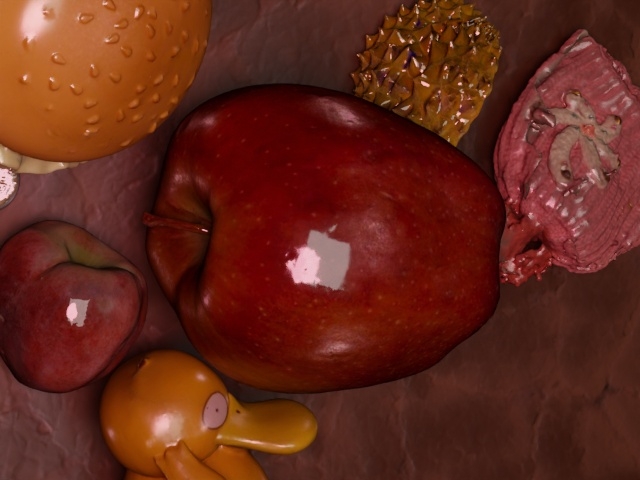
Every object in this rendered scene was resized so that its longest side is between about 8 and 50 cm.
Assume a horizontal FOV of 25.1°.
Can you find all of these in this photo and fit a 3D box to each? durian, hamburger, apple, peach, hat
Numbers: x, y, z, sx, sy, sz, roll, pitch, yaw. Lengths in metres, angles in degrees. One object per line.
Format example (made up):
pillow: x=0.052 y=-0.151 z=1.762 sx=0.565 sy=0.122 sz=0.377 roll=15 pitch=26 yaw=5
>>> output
durian: x=0.112 y=-0.154 z=1.452 sx=0.182 sy=0.165 sz=0.132 roll=-39 pitch=152 yaw=7
hamburger: x=-0.213 y=-0.185 z=1.165 sx=0.274 sy=0.212 sz=0.274 roll=-34 pitch=138 yaw=-36
apple: x=0.000 y=0.000 z=1.298 sx=0.317 sy=0.288 sz=0.288 roll=9 pitch=91 yaw=-27
peach: x=-0.235 y=0.069 z=1.288 sx=0.152 sy=0.152 sz=0.152 roll=-2 pitch=95 yaw=-24
hat: x=0.269 y=-0.062 z=1.518 sx=0.286 sy=0.107 sz=0.236 roll=-43 pitch=100 yaw=-20

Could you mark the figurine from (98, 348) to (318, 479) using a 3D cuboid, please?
figurine: x=-0.116 y=0.219 z=1.327 sx=0.215 sy=0.215 sz=0.228 roll=5 pitch=111 yaw=-25

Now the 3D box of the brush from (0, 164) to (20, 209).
brush: x=-0.250 y=-0.142 z=1.319 sx=0.062 sy=0.027 sz=0.266 roll=34 pitch=80 yaw=-17
